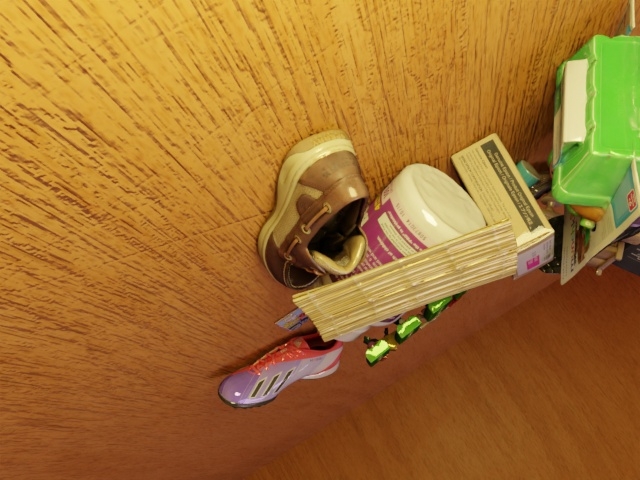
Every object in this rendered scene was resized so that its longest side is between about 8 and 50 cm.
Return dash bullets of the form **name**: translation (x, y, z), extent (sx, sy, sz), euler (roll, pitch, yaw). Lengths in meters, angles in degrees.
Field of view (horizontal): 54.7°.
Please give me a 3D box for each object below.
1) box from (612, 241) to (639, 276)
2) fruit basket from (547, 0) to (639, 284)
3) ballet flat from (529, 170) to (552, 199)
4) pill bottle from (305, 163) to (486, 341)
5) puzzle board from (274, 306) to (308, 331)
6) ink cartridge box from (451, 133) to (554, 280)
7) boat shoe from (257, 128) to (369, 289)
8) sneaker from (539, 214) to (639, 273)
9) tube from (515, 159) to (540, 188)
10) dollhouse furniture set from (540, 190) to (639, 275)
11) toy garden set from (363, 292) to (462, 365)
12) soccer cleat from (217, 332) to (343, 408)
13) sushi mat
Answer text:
- **box**: translation (0.823, -0.120, 1.394), extent (0.312, 0.179, 0.343), euler (116, -4, -51)
- **fruit basket**: translation (0.410, -0.131, 0.952), extent (0.166, 0.326, 0.353), euler (8, 163, 3)
- **ballet flat**: translation (0.493, -0.131, 1.337), extent (0.250, 0.058, 0.084), euler (-15, 154, -47)
- **pill bottle**: translation (0.106, 0.032, 0.998), extent (0.169, 0.169, 0.301), euler (-5, 145, -49)
- **puzzle board**: translation (-0.025, 0.146, 1.274), extent (0.128, 0.011, 0.096), euler (-34, 158, 3)
- **ink cartridge box**: translation (0.319, -0.049, 1.068), extent (0.088, 0.193, 0.235), euler (-29, 160, 11)
- **boat shoe**: translation (0.000, 0.000, 0.845), extent (0.123, 0.123, 0.342), euler (-22, 156, -24)
- **sneaker**: translation (0.511, -0.019, 1.106), extent (0.124, 0.107, 0.283), euler (2, 151, -28)
- **tube**: translation (0.347, -0.075, 1.249), extent (0.207, 0.052, 0.080), euler (-46, -174, 32)
- **dollhouse furniture set**: translation (0.612, -0.038, 1.342), extent (0.355, 0.304, 0.173), euler (76, 31, -72)
- **toy garden set**: translation (0.174, 0.139, 1.141), extent (0.244, 0.049, 0.204), euler (-37, 165, -6)
- **soccer cleat**: translation (-0.082, 0.271, 1.368), extent (0.319, 0.109, 0.116), euler (-13, 131, -36)
- **sushi mat**: translation (0.129, 0.062, 0.888), extent (0.317, 0.019, 0.151), euler (-21, 143, 5)
